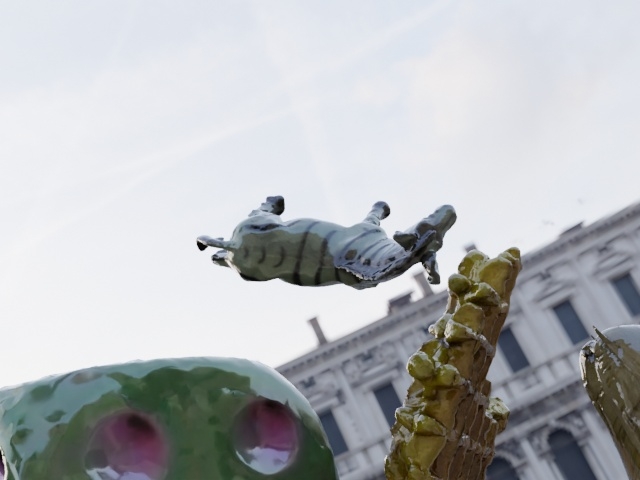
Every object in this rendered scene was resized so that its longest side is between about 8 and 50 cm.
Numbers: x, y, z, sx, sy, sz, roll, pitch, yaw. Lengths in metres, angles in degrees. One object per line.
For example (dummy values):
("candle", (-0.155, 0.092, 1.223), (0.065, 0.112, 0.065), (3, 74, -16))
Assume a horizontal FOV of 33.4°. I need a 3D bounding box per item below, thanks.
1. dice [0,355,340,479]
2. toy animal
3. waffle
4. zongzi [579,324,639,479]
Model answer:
("dice", (-0.181, 0.297, 1.003), (0.330, 0.323, 0.318), (-1, -20, -37))
("toy animal", (0.001, 0.006, 0.864), (0.216, 0.074, 0.176), (-1, 7, 6))
("waffle", (0.121, 0.164, 1.001), (0.260, 0.069, 0.293), (-52, -33, -46))
("zongzi", (0.299, 0.192, 0.970), (0.099, 0.194, 0.197), (-11, -45, -38))
